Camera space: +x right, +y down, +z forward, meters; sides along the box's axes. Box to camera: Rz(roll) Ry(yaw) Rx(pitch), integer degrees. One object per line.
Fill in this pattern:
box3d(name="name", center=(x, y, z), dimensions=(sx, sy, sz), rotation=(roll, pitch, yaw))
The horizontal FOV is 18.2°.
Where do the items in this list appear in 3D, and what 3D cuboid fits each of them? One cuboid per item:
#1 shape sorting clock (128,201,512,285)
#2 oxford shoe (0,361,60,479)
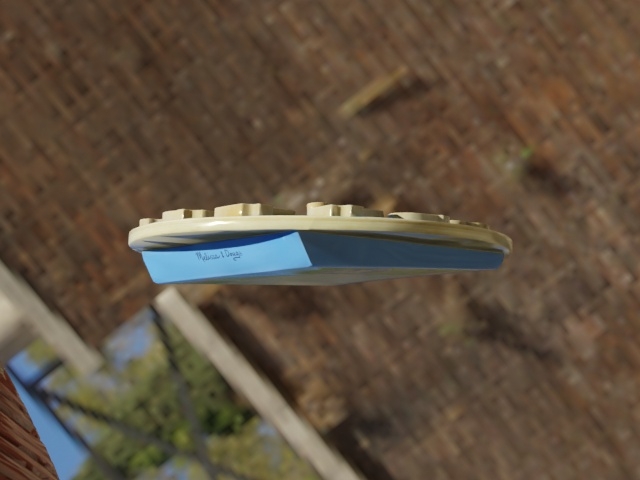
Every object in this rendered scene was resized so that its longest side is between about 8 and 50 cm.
box3d(name="shape sorting clock", center=(0.000, 0.000, 1.075), dimensions=(0.206, 0.206, 0.040), rotation=(12, -104, -74))
box3d(name="oxford shoe", center=(-0.163, 0.202, 0.764), dimensions=(0.140, 0.146, 0.397), rotation=(50, -156, -55))
